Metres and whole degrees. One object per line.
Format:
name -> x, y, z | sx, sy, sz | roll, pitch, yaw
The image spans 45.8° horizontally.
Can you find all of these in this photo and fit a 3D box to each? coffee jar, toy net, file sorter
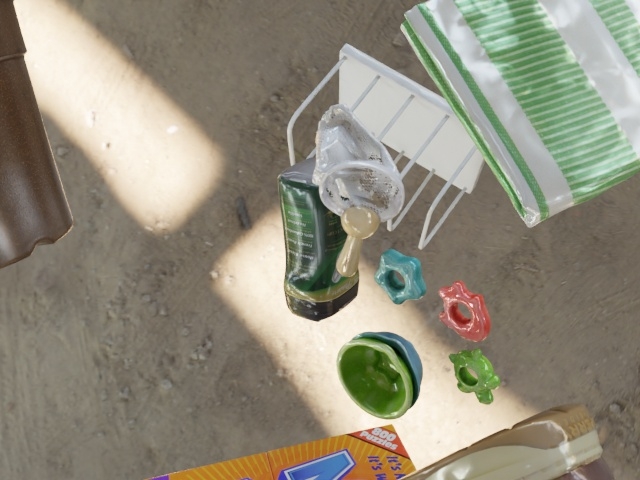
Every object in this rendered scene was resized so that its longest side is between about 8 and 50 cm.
coffee jar -> 0.000, 0.000, 0.899 | 0.079, 0.096, 0.185 | 14, 119, 31
toy net -> 0.046, 0.018, 0.534 | 0.122, 0.045, 0.232 | -4, 109, 45
file sorter -> 0.107, -0.140, 1.231 | 0.277, 0.193, 0.173 | 33, 72, 14

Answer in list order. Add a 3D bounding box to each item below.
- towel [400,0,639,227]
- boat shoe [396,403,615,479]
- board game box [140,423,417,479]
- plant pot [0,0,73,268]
towel -> 0.269, -0.186, 0.738 | 0.324, 0.038, 0.248 | -30, 84, -15
boat shoe -> 0.070, 0.232, 0.527 | 0.342, 0.123, 0.123 | -42, 66, 37
board game box -> -0.016, 0.504, 0.912 | 0.356, 0.356, 0.357 | -10, 115, -10
plant pot -> -0.253, -0.064, 0.505 | 0.166, 0.167, 0.165 | -9, 110, 26
